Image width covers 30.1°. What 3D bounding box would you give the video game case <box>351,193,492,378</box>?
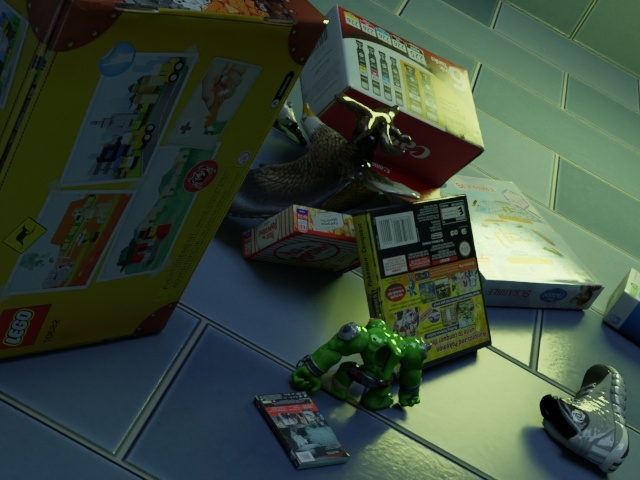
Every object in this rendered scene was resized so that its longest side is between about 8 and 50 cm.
[{"bbox_3d":[0.160,0.064,1.815,0.274,0.035,0.248,-10,90,-51],"label":"video game case"}]

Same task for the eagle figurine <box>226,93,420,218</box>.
[{"bbox_3d":[-0.004,-0.110,1.856,0.226,0.298,0.225,37,28,-26],"label":"eagle figurine"}]

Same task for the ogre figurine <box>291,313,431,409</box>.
[{"bbox_3d":[0.071,0.171,1.633,0.197,0.118,0.097,25,28,-10],"label":"ogre figurine"}]

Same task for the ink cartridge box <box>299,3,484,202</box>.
[{"bbox_3d":[0.126,-0.223,2.077,0.309,0.130,0.272,20,46,-31],"label":"ink cartridge box"}]

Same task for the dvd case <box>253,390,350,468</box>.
[{"bbox_3d":[-0.025,0.243,1.537,0.087,0.013,0.119,1,38,-42],"label":"dvd case"}]

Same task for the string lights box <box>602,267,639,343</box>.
[{"bbox_3d":[0.666,0.171,2.232,0.259,0.077,0.133,34,27,6],"label":"string lights box"}]

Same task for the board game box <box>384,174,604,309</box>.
[{"bbox_3d":[0.318,-0.003,2.201,0.318,0.066,0.318,5,37,-38],"label":"board game box"}]

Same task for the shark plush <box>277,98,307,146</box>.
[{"bbox_3d":[-0.060,-0.245,2.257,0.161,0.073,0.067,43,0,32],"label":"shark plush"}]

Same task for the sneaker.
[{"bbox_3d":[0.403,0.251,1.852,0.132,0.086,0.229,23,30,-8],"label":"sneaker"}]

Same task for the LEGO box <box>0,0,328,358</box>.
[{"bbox_3d":[-0.273,-0.109,1.364,0.372,0.500,0.193,-6,45,-48],"label":"LEGO box"}]

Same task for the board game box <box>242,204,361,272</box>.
[{"bbox_3d":[0.000,0.000,1.817,0.193,0.146,0.045,9,68,-33],"label":"board game box"}]
